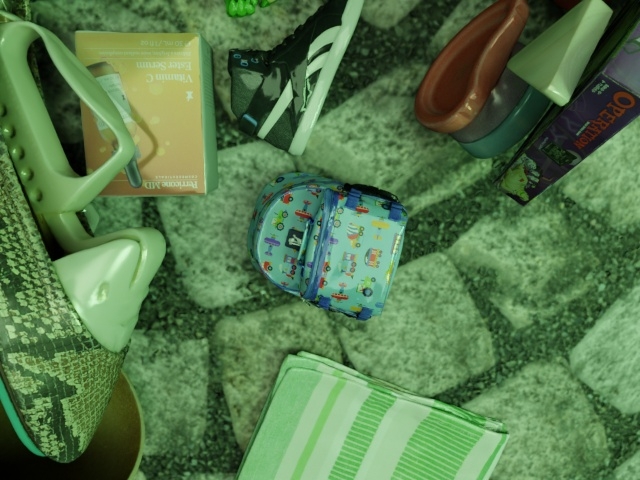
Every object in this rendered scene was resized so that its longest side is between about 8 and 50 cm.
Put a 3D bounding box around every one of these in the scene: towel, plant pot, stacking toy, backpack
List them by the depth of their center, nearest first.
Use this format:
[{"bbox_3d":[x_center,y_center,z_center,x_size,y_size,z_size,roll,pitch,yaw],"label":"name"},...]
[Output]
[{"bbox_3d":[0.249,-0.213,0.515,0.130,0.279,0.309,28,97,-19],"label":"stacking toy"},{"bbox_3d":[-0.377,0.258,0.604,0.254,0.237,0.237,-41,100,21],"label":"plant pot"},{"bbox_3d":[0.000,0.000,0.614,0.173,0.117,0.158,18,98,-3],"label":"backpack"},{"bbox_3d":[0.065,0.305,0.713,0.324,0.038,0.248,20,99,-7],"label":"towel"}]

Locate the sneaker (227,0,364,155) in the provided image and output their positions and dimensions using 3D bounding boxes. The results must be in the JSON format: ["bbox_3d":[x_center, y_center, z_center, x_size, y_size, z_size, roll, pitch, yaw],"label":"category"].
[{"bbox_3d":[-0.036,-0.216,0.589,0.121,0.079,0.217,21,100,-8],"label":"sneaker"}]

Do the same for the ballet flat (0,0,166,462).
[{"bbox_3d":[-0.256,-0.040,0.494,0.182,0.164,0.483,-20,91,-4],"label":"ballet flat"}]

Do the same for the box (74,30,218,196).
[{"bbox_3d":[-0.187,-0.137,0.590,0.130,0.091,0.171,-2,100,-3],"label":"box"}]

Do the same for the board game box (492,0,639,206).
[{"bbox_3d":[0.306,-0.202,0.492,0.056,0.208,0.347,37,76,12],"label":"board game box"}]

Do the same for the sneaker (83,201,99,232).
[{"bbox_3d":[-0.388,-0.076,0.592,0.292,0.110,0.118,40,87,-16],"label":"sneaker"}]

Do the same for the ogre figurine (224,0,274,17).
[{"bbox_3d":[-0.034,-0.336,0.561,0.197,0.097,0.118,-24,113,13],"label":"ogre figurine"}]
